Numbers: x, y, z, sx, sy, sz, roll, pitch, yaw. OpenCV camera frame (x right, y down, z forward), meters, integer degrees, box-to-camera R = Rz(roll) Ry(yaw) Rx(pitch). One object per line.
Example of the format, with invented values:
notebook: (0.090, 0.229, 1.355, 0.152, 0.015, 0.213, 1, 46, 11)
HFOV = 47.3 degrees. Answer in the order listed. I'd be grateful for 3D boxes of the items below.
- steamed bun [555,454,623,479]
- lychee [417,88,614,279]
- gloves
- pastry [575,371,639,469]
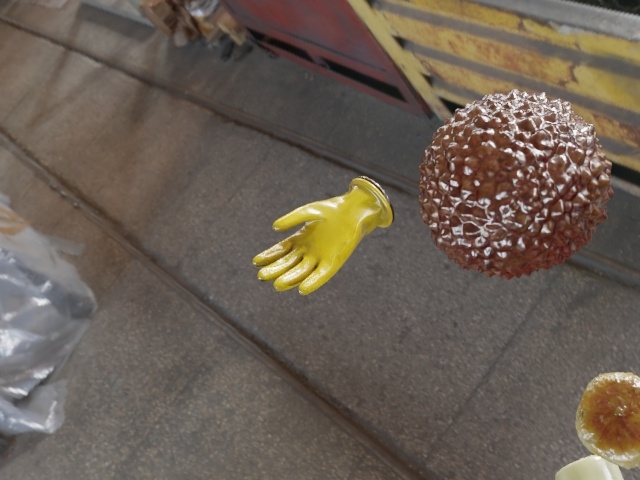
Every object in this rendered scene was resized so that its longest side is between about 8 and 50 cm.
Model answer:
steamed bun: (0.666, 0.629, 1.764, 0.154, 0.250, 0.200, -24, 57, 19)
lychee: (0.263, -0.075, 1.005, 0.264, 0.264, 0.300, -31, 11, 16)
gloves: (0.001, 0.001, 1.422, 0.294, 0.116, 0.133, -37, 47, -23)
pastry: (0.637, 0.375, 1.547, 0.182, 0.093, 0.193, 31, 83, 34)
